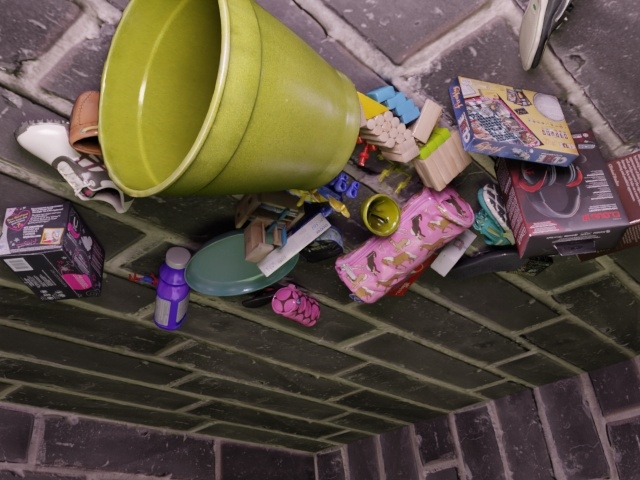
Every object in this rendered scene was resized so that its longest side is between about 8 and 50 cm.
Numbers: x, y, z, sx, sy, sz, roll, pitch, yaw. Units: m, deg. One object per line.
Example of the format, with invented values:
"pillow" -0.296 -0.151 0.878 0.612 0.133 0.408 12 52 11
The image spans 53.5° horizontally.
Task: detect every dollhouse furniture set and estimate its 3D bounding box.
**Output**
"dollhouse furniture set" -0.123 -0.023 1.535 0.129 0.183 0.129 14 144 -29

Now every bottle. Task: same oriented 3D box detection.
"bottle" -0.416 0.135 1.806 0.092 0.118 0.282 17 134 -2

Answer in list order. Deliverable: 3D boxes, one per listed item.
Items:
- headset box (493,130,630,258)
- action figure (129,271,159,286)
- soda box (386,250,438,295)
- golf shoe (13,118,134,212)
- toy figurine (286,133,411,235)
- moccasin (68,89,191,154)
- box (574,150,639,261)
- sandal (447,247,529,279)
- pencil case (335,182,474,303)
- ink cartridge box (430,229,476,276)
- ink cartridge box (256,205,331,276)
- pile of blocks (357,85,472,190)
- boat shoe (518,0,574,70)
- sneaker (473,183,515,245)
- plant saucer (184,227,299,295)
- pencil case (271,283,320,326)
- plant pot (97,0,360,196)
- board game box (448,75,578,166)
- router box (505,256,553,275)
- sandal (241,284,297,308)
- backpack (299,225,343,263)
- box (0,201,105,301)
"headset box" 0.538 -0.092 1.431 0.218 0.293 0.110 -6 149 1
"action figure" -0.499 0.114 1.847 0.038 0.030 0.115 -21 151 33
"soda box" 0.242 0.066 1.844 0.092 0.083 0.263 5 148 -17
"golf shoe" -0.497 -0.156 1.316 0.105 0.120 0.273 -29 141 36
"toy figurine" 0.013 -0.145 1.455 0.217 0.191 0.363 7 167 43
"moccasin" -0.293 -0.197 1.253 0.380 0.147 0.139 9 146 -24
"box" 0.788 -0.107 1.555 0.382 0.191 0.143 -20 146 24
"sandal" 0.497 0.059 1.920 0.255 0.054 0.097 -14 142 32
"pencil case" 0.209 0.003 1.617 0.160 0.167 0.386 47 121 -2
"ink cartridge box" 0.370 0.030 1.770 0.052 0.122 0.088 39 148 11
"ink cartridge box" -0.067 0.002 1.598 0.207 0.097 0.046 -38 100 8
"pile of blocks" 0.156 -0.239 1.331 0.362 0.149 0.113 28 179 -30
"boat shoe" 0.403 -0.393 1.113 0.079 0.084 0.233 -4 146 -2
"sneaker" 0.453 -0.052 1.676 0.110 0.107 0.275 -9 150 24
"plant saucer" -0.217 0.054 1.741 0.318 0.043 0.317 -14 149 -9
"pencil case" -0.070 0.207 1.999 0.095 0.098 0.209 12 167 23
"plant pot" -0.128 -0.230 1.083 0.353 0.366 0.366 8 148 -44
"board game box" 0.389 -0.240 1.286 0.243 0.165 0.042 6 147 -18
"router box" 0.641 0.069 1.962 0.123 0.038 0.092 8 146 -22
"sandal" -0.162 0.168 1.996 0.179 0.040 0.067 -20 155 -5
"backpack" 0.000 0.000 1.691 0.114 0.084 0.105 -14 148 20
"box" -0.659 0.032 1.576 0.163 0.142 0.247 -5 148 1
